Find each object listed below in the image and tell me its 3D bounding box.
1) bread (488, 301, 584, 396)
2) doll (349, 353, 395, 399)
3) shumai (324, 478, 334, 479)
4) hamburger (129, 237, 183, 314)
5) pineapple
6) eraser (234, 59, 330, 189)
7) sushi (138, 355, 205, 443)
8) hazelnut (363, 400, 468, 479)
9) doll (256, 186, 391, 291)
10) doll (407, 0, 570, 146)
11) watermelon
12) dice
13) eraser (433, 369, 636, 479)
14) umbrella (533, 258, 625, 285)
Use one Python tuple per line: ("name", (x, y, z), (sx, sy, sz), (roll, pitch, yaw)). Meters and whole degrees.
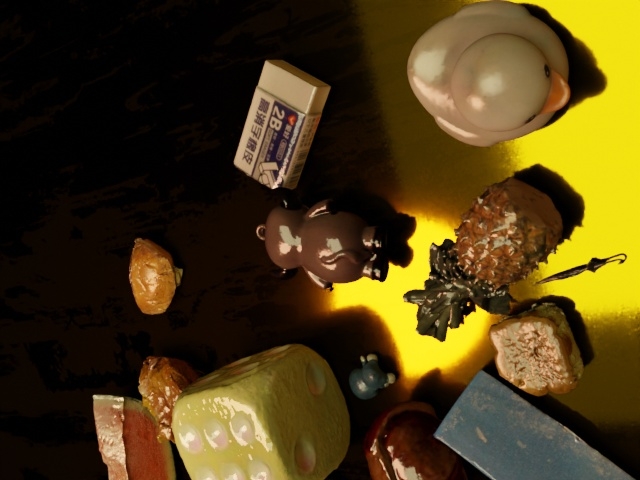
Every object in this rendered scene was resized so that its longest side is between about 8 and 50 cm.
("bread", (0.344, 0.178, 1.160), (0.127, 0.069, 0.140), (-22, 90, 37))
("doll", (0.088, 0.259, 1.365), (0.076, 0.050, 0.083), (51, 126, 16))
("shumai", (-0.051, 0.607, 1.460), (0.189, 0.255, 0.218), (-126, 18, -48))
("hamburger", (-0.358, 0.081, 1.580), (0.102, 0.087, 0.176), (4, 103, 34))
("pineapple", (0.251, 0.048, 1.152), (0.170, 0.141, 0.310), (30, 129, -6))
("eraser", (-0.072, -0.208, 1.322), (0.124, 0.068, 0.210), (34, 119, 24))
("sushi", (-0.306, 0.379, 1.598), (0.296, 0.167, 0.179), (45, 101, 7))
("hazelnut", (0.165, 0.385, 1.272), (0.160, 0.170, 0.202), (-22, 101, 35))
("doll", (0.000, 0.001, 1.303), (0.257, 0.117, 0.182), (12, 110, 29))
("doll", (0.235, -0.231, 1.029), (0.251, 0.221, 0.221), (23, 115, 27))
("watermelon", (-0.435, 0.497, 1.684), (0.148, 0.226, 0.319), (-8, 113, 8))
("dice", (-0.108, 0.356, 1.396), (0.251, 0.249, 0.255), (-23, 91, 36))
("eraser", (0.350, 0.358, 1.178), (0.311, 0.043, 0.144), (36, 83, 21))
("umbrella", (0.395, 0.048, 1.119), (0.148, 0.022, 0.022), (-20, 55, 36))
